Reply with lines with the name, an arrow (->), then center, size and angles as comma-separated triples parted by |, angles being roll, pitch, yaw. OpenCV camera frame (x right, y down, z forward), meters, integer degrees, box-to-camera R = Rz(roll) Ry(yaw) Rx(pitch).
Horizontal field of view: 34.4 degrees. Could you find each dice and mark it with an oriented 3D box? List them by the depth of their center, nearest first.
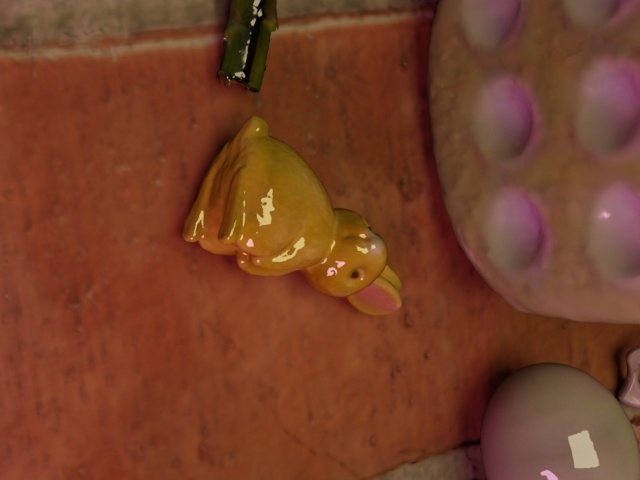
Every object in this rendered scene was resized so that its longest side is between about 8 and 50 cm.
dice -> 0.236, -0.090, 0.649 | 0.249, 0.254, 0.252 | -12, 95, -31

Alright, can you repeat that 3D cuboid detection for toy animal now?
toy animal -> 0.002, -0.003, 0.632 | 0.159, 0.070, 0.083 | 31, 75, -30

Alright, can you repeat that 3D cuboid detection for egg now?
egg -> 0.162, 0.147, 0.695 | 0.103, 0.103, 0.135 | -27, 104, -25

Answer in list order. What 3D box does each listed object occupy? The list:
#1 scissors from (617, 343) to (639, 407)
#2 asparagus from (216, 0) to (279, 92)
scissors -> 0.325, 0.076, 0.764 | 0.212, 0.021, 0.110 | -37, 111, 17
asparagus -> -0.040, -0.173, 0.624 | 0.036, 0.030, 0.165 | 5, 89, -18
